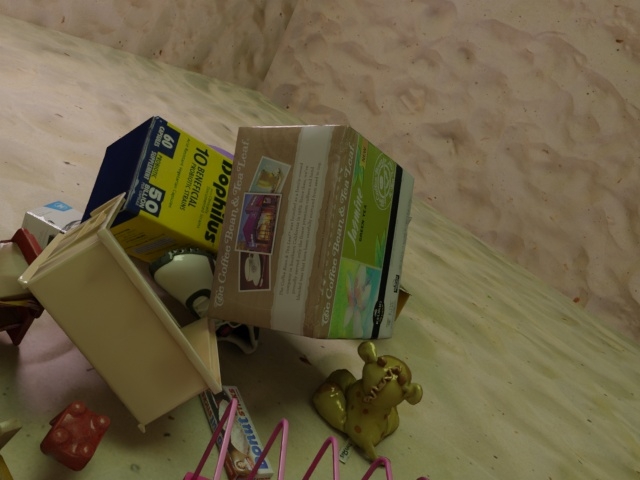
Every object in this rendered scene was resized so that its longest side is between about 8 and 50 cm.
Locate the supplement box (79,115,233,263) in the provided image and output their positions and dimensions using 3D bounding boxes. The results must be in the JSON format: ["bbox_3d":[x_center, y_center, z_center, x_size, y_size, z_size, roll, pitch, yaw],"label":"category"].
[{"bbox_3d":[-0.247,-0.050,1.072,0.356,0.195,0.194,29,59,-39],"label":"supplement box"}]

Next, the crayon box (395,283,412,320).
[{"bbox_3d":[0.116,0.112,1.394,0.203,0.083,0.323,29,1,4],"label":"crayon box"}]

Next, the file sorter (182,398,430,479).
[{"bbox_3d":[-0.018,0.344,0.626,0.290,0.182,0.202,24,20,-9],"label":"file sorter"}]

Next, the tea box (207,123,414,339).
[{"bbox_3d":[0.000,0.000,0.974,0.219,0.329,0.323,5,-6,30],"label":"tea box"}]

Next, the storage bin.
[{"bbox_3d":[-0.270,0.088,0.788,0.262,0.123,0.260,60,-3,-20],"label":"storage bin"}]

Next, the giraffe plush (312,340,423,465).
[{"bbox_3d":[0.096,0.272,0.970,0.181,0.171,0.210,27,20,-2],"label":"giraffe plush"}]

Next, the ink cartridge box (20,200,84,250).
[{"bbox_3d":[-0.479,-0.003,1.069,0.180,0.060,0.104,28,19,1],"label":"ink cartridge box"}]

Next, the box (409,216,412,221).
[{"bbox_3d":[0.105,-0.042,1.674,0.262,0.231,0.126,36,22,24],"label":"box"}]

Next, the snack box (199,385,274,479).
[{"bbox_3d":[-0.133,0.295,0.837,0.064,0.022,0.178,14,23,-36],"label":"snack box"}]

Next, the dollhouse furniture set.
[{"bbox_3d":[-0.411,0.170,0.665,0.374,0.152,0.201,54,27,17],"label":"dollhouse furniture set"}]

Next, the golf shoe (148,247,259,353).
[{"bbox_3d":[-0.196,0.111,0.992,0.273,0.105,0.120,43,16,-45],"label":"golf shoe"}]

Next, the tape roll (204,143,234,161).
[{"bbox_3d":[-0.276,-0.161,1.596,0.274,0.090,0.275,35,21,-16],"label":"tape roll"}]
